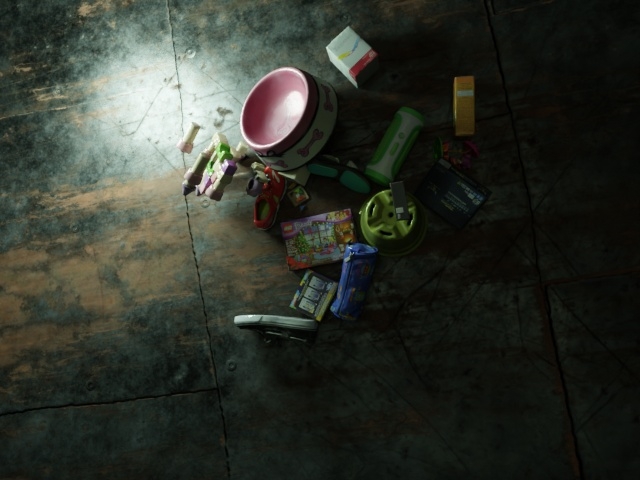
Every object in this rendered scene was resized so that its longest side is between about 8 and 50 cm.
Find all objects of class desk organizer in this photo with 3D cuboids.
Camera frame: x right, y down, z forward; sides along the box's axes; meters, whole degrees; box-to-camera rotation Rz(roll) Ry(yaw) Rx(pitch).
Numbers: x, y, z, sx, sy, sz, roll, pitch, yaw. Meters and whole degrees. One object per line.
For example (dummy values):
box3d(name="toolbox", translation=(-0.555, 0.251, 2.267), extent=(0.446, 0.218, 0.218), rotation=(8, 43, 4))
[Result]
box3d(name="desk organizer", translation=(0.271, -0.131, 1.640), extent=(0.047, 0.050, 0.130), rotation=(-10, 84, 8))

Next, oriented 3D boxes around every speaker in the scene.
box3d(name="speaker", translation=(0.288, -0.362, 1.870), extent=(0.131, 0.131, 0.296), rotation=(29, 91, 10))

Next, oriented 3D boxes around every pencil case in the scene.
box3d(name="pencil case", translation=(0.125, 0.156, 1.827), extent=(0.119, 0.133, 0.306), rotation=(25, 107, 41))

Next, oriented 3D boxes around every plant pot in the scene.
box3d(name="plant pot", translation=(0.265, -0.079, 1.792), extent=(0.276, 0.254, 0.275), rotation=(-1, 86, 9))

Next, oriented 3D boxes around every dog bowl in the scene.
box3d(name="dog bowl", translation=(-0.138, -0.481, 1.858), extent=(0.408, 0.150, 0.407), rotation=(-12, 68, 33))

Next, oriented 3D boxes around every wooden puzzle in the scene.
box3d(name="wooden puzzle", translation=(-0.094, -0.185, 1.981), extent=(0.079, 0.014, 0.116), rotation=(-40, 81, 5))

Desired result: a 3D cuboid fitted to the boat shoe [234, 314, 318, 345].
box3d(name="boat shoe", translation=(-0.180, 0.357, 1.899), extent=(0.335, 0.121, 0.119), rotation=(4, 82, 8))

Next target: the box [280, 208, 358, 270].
box3d(name="box", translation=(0.000, 0.000, 1.929), extent=(0.294, 0.057, 0.200), rotation=(-12, 84, 8))

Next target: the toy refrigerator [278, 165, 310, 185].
box3d(name="toy refrigerator", translation=(-0.067, -0.368, 1.938), extent=(0.094, 0.102, 0.269), rotation=(24, 90, 24))

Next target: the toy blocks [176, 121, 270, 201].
box3d(name="toy blocks", translation=(-0.422, -0.258, 1.929), extent=(0.260, 0.309, 0.288), rotation=(-54, 41, 26))

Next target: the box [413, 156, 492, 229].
box3d(name="box", translation=(0.491, -0.175, 1.806), extent=(0.233, 0.183, 0.059), rotation=(39, 49, 10))

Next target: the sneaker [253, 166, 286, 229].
box3d(name="sneaker", translation=(-0.208, -0.179, 1.946), extent=(0.107, 0.118, 0.278), rotation=(9, 87, 9))

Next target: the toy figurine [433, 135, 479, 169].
box3d(name="toy figurine", translation=(0.526, -0.318, 1.849), extent=(0.159, 0.130, 0.173), rotation=(-3, 107, 0))

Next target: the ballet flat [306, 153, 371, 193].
box3d(name="ballet flat", translation=(0.081, -0.281, 1.906), extent=(0.281, 0.095, 0.096), rotation=(22, 57, -12))

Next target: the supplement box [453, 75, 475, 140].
box3d(name="supplement box", translation=(0.555, -0.509, 1.865), extent=(0.080, 0.078, 0.233), rotation=(-1, 85, 9))

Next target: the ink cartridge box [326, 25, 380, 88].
box3d(name="ink cartridge box", translation=(0.132, -0.732, 1.926), extent=(0.127, 0.128, 0.176), rotation=(-43, 81, 4))

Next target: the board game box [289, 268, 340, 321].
box3d(name="board game box", translation=(-0.022, 0.216, 1.913), extent=(0.141, 0.048, 0.170), rotation=(25, 86, 12))
